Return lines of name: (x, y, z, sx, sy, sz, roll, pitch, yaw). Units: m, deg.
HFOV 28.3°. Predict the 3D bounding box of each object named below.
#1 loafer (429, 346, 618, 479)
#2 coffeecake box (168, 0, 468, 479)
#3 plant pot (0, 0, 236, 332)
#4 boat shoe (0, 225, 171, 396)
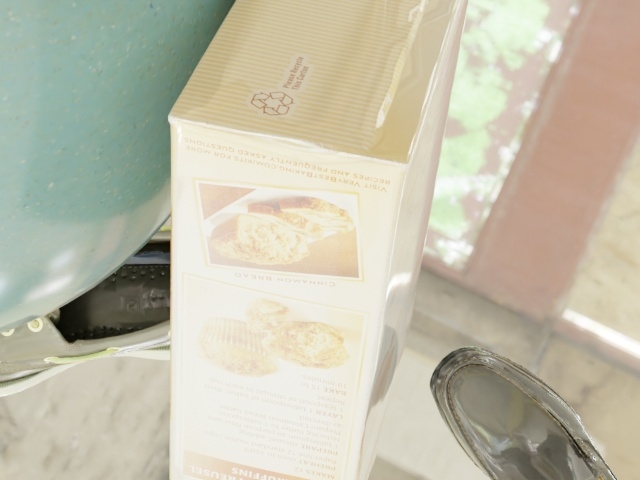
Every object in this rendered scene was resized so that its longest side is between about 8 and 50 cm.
loafer: (0.126, 0.125, 0.679, 0.062, 0.170, 0.061, -45, -173, 4)
coffeecake box: (0.000, 0.000, 0.439, 0.142, 0.068, 0.185, -70, 169, -49)
plant pot: (-0.141, -0.124, 0.400, 0.290, 0.290, 0.195, -56, -173, -25)
boat shoe: (-0.191, 0.046, 0.948, 0.091, 0.305, 0.109, 98, -16, -62)
